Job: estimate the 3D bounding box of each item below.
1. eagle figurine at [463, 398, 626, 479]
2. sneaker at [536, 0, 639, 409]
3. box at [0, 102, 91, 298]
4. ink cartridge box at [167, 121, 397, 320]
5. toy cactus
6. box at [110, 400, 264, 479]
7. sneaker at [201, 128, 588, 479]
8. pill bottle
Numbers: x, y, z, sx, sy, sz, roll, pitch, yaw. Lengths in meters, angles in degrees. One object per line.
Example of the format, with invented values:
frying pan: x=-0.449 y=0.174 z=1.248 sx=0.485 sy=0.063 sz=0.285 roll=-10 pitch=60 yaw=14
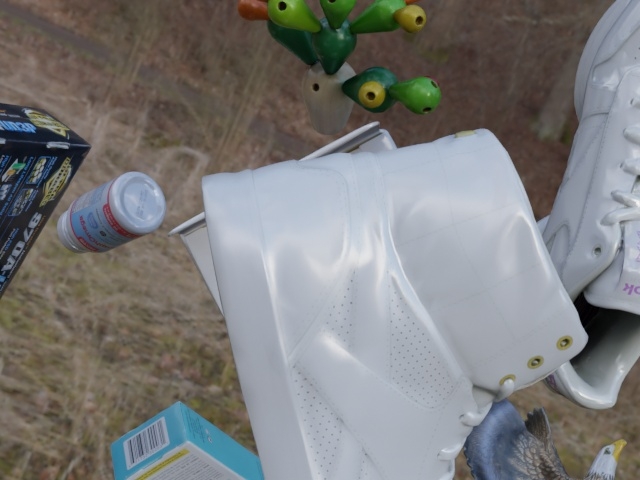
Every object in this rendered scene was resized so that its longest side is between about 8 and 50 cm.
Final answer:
eagle figurine: x=0.340 y=0.354 z=1.323 sx=0.225 sy=0.226 sz=0.298 roll=-30 pitch=40 yaw=-35
sneaker: x=0.215 y=-0.029 z=0.616 sx=0.114 sy=0.305 sz=0.152 roll=13 pitch=20 yaw=-11
box: x=-0.257 y=0.013 z=0.606 sx=0.051 sy=0.220 sz=0.175 roll=36 pitch=11 yaw=9
ink cartridge box: x=0.000 y=0.000 z=0.907 sx=0.119 sy=0.207 sz=0.353 roll=63 pitch=4 yaw=3
toy cactus: x=0.012 y=-0.162 z=0.794 sx=0.219 sy=0.112 sz=0.180 roll=30 pitch=-26 yaw=14
box: x=-0.124 y=0.283 z=1.096 sx=0.244 sy=0.100 sz=0.060 roll=48 pitch=14 yaw=-42
sneaker: x=0.056 y=0.094 z=0.459 sx=0.169 sy=0.292 sz=0.108 roll=-13 pitch=17 yaw=-3
pill bottle: x=-0.291 y=-0.032 z=1.300 sx=0.087 sy=0.087 sz=0.160 roll=18 pitch=-27 yaw=-42
